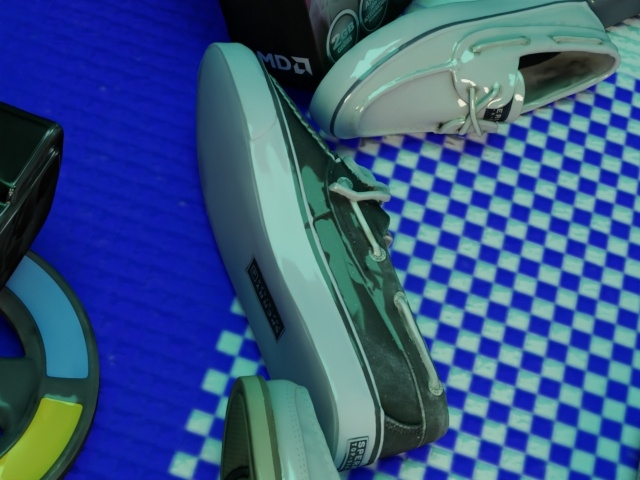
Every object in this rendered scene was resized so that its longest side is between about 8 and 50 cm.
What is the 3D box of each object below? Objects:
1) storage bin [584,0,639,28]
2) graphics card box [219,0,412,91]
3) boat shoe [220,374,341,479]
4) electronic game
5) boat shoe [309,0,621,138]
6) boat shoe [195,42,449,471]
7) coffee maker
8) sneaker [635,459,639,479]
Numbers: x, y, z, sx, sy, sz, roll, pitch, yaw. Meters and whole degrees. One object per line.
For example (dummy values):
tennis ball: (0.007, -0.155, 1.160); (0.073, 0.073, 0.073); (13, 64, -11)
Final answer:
storage bin: (0.228, -0.243, 1.037); (0.091, 0.098, 0.135); (-31, 67, -17)
graphics card box: (-0.007, -0.320, 0.868); (0.094, 0.371, 0.233); (16, 49, 29)
boat shoe: (0.013, 0.218, 0.670); (0.103, 0.113, 0.302); (-5, 68, -17)
electronic game: (-0.250, 0.083, 0.735); (0.229, 0.048, 0.229); (6, 56, -8)
boat shoe: (0.119, -0.122, 0.931); (0.267, 0.096, 0.088); (-19, 57, -32)
boat shoe: (0.001, -0.002, 0.809); (0.105, 0.113, 0.306); (-10, 62, -26)
coffee maker: (-0.248, -0.061, 0.728); (0.178, 0.120, 0.171); (23, 77, -3)
sneaker: (0.252, 0.155, 0.784); (0.086, 0.085, 0.237); (50, 53, -9)
